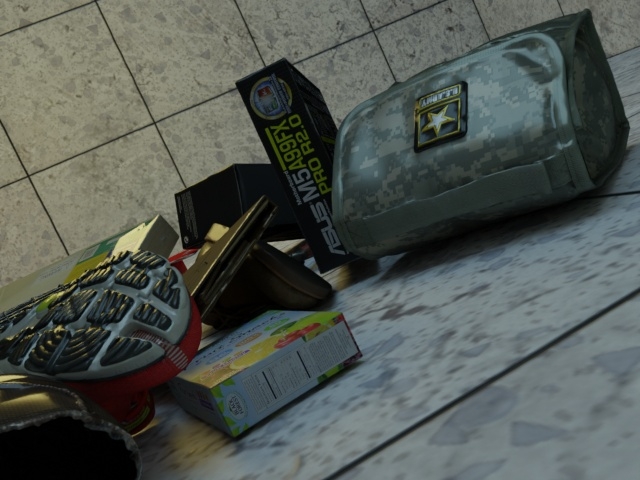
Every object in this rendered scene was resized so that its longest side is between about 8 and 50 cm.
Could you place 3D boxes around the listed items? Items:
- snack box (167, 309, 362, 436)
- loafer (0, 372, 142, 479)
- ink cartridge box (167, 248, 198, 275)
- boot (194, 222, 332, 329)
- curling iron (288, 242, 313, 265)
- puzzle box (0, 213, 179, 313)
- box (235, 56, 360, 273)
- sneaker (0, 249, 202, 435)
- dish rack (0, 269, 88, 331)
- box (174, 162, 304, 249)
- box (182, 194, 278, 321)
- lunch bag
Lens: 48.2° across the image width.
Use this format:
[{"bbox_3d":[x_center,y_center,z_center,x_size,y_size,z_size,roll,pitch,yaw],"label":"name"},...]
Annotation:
[{"bbox_3d":[-0.047,0.087,0.504,0.100,0.037,0.141,-27,6,-23],"label":"snack box"},{"bbox_3d":[-0.216,0.143,0.254,0.130,0.133,0.366,-20,8,41],"label":"loafer"},{"bbox_3d":[-0.293,0.091,1.203,0.231,0.078,0.134,-25,8,0],"label":"ink cartridge box"},{"bbox_3d":[-0.081,0.055,0.775,0.115,0.112,0.305,-58,19,-10],"label":"boot"},{"bbox_3d":[0.000,0.000,1.036,0.068,0.035,0.274,-21,7,29],"label":"curling iron"},{"bbox_3d":[-0.414,0.124,1.070,0.409,0.052,0.272,-21,31,30],"label":"puzzle box"},{"bbox_3d":[-0.001,-0.085,0.838,0.060,0.216,0.270,-23,3,9],"label":"box"},{"bbox_3d":[-0.156,0.091,0.516,0.279,0.118,0.107,-19,31,46],"label":"sneaker"},{"bbox_3d":[-0.308,0.119,0.798,0.208,0.074,0.271,-27,21,-25],"label":"dish rack"},{"bbox_3d":[-0.077,-0.057,1.177,0.261,0.103,0.184,-5,-6,-41],"label":"box"},{"bbox_3d":[-0.124,0.059,0.645,0.201,0.021,0.164,-37,18,52],"label":"box"},{"bbox_3d":[0.156,-0.099,0.704,0.235,0.169,0.287,-17,17,32],"label":"lunch bag"}]
